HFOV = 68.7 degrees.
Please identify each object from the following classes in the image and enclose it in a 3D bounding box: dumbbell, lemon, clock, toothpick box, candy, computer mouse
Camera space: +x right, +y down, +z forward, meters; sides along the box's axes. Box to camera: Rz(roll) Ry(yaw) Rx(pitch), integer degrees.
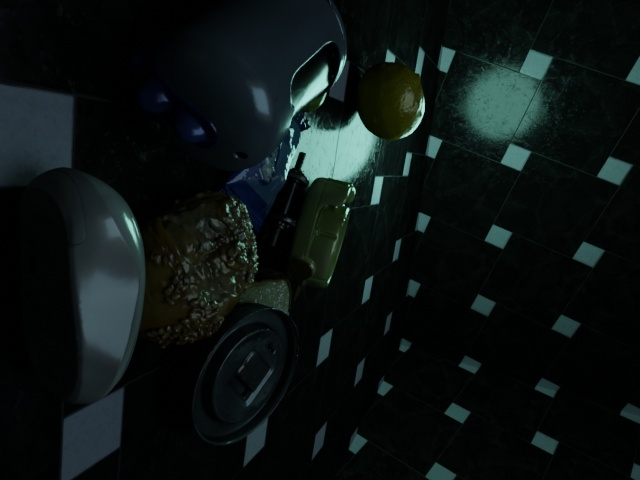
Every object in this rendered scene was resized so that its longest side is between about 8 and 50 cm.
[{"bbox_3d":[-0.084,-0.104,1.174,0.254,0.082,0.081,-72,158,-9],"label":"dumbbell"},{"bbox_3d":[0.232,-0.461,1.561,0.288,0.234,0.233,55,50,-48],"label":"lemon"},{"bbox_3d":[-0.170,0.285,1.019,0.313,0.061,0.312,-27,125,-46],"label":"clock"},{"bbox_3d":[-0.137,-0.274,0.768,0.263,0.263,0.354,80,32,-45],"label":"toothpick box"},{"bbox_3d":[-0.116,-0.191,1.060,0.187,0.077,0.331,51,52,-56],"label":"candy"},{"bbox_3d":[-0.301,0.054,0.607,0.121,0.184,0.296,-17,111,-54],"label":"computer mouse"},{"bbox_3d":[0.000,0.000,1.310,0.286,0.117,0.348,-45,151,-78],"label":"clock"}]

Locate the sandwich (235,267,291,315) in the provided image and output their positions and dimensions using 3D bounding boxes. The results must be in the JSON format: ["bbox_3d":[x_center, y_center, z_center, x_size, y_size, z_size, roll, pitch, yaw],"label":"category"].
[{"bbox_3d":[-0.168,0.196,1.122,0.226,0.087,0.251,-6,108,-55],"label":"sandwich"}]

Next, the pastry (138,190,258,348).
[{"bbox_3d":[-0.212,0.044,0.837,0.311,0.162,0.255,-51,149,-46],"label":"pastry"}]

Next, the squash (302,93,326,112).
[{"bbox_3d":[-0.037,-0.467,1.024,0.118,0.118,0.370,-3,93,-68],"label":"squash"}]
